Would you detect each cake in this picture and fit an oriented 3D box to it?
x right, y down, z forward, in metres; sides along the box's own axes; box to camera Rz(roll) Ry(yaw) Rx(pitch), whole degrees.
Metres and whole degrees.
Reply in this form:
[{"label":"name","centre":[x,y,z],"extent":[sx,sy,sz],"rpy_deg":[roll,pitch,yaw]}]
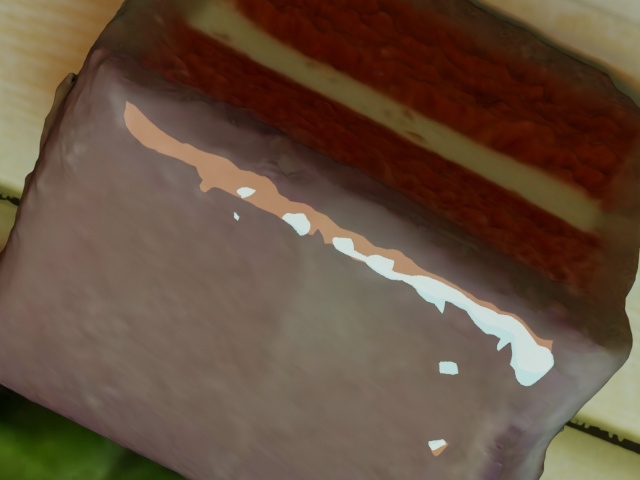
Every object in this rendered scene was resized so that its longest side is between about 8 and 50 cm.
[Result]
[{"label":"cake","centre":[0.000,0.000,1.025],"extent":[0.309,0.237,0.230],"rpy_deg":[30,126,-4]}]

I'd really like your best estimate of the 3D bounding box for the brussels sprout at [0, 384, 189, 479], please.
[{"label":"brussels sprout","centre":[-0.206,0.209,1.170],"extent":[0.289,0.355,0.281],"rpy_deg":[49,151,9]}]
